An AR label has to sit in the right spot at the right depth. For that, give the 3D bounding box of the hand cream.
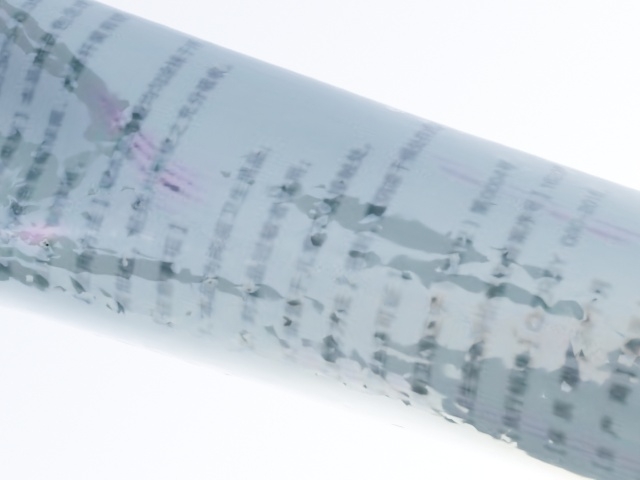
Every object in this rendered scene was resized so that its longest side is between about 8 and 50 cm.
[{"bbox_3d":[0.000,0.000,0.375,0.058,0.331,0.085,43,-114,-74],"label":"hand cream"}]
